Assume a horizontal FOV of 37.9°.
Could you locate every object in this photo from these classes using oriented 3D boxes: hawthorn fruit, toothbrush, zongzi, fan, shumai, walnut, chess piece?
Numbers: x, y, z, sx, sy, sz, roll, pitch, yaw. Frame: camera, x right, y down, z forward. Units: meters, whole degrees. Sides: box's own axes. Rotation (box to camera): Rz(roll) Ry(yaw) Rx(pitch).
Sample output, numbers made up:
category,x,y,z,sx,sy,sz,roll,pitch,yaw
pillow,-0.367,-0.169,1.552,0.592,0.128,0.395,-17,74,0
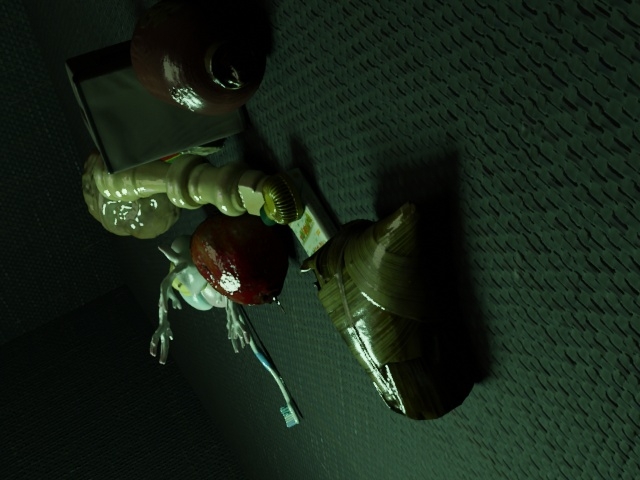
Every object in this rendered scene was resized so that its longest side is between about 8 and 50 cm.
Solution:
category,x,y,z,sx,sy,sz,roll,pitch,yaw
hawthorn fruit,-0.138,0.045,1.737,0.235,0.181,0.181,61,163,1
toothbrush,-0.145,0.290,2.356,0.386,0.040,0.040,64,163,6
zongzi,0.120,0.090,1.170,0.286,0.134,0.288,56,155,1
fan,-0.072,-0.056,1.512,0.082,0.039,0.155,63,161,7
shumai,-0.249,-0.229,1.780,0.145,0.146,0.116,42,131,49
walnut,-0.467,-0.129,2.314,0.227,0.273,0.273,-88,-15,-55
chess piece,-0.232,-0.108,1.701,0.397,0.117,0.117,10,131,32

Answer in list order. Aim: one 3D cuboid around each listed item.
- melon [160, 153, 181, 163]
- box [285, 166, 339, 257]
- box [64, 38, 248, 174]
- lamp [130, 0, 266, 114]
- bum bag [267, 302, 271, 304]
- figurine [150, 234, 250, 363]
category,x,y,z,sx,sy,sz,roll,pitch,yaw
melon,-0.359,-0.218,1.957,0.182,0.182,0.287,45,155,44
box,0.001,0.000,1.504,0.220,0.032,0.122,59,160,15
box,-0.283,-0.248,1.594,0.153,0.252,0.188,46,155,55
lamp,-0.177,-0.280,1.384,0.258,0.180,0.180,24,139,53
bum bag,-0.159,0.057,2.016,0.087,0.049,0.197,29,142,52
figurine,-0.256,0.114,2.056,0.316,0.206,0.284,42,-141,-83
